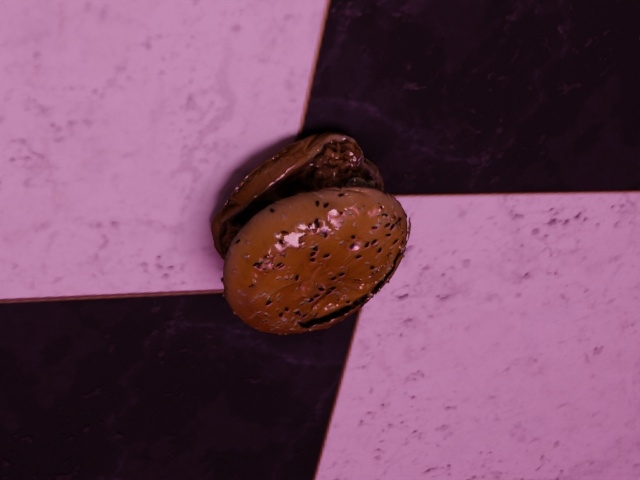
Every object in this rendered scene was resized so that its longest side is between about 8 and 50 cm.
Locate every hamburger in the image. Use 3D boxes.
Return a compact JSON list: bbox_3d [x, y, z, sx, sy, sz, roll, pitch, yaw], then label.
[{"bbox_3d":[0.000,0.000,1.077,0.186,0.113,0.177,1,124,-23],"label":"hamburger"}]
